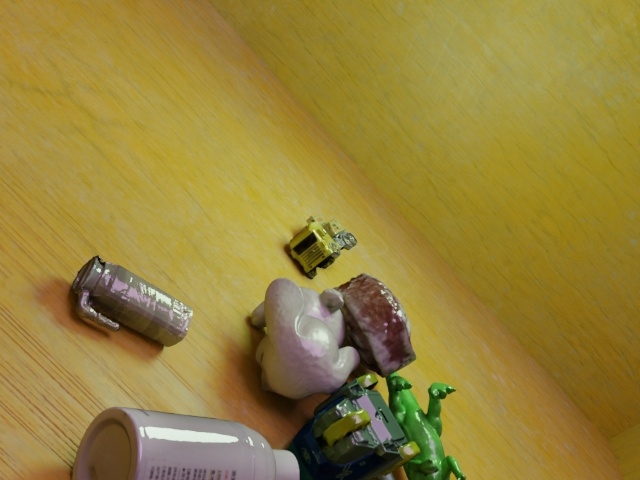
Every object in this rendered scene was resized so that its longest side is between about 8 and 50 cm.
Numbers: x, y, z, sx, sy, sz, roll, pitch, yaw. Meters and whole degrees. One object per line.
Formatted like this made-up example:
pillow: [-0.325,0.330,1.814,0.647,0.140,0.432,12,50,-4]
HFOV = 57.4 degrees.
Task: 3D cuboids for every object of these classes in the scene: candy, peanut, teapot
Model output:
candy: [0.127,0.196,1.404,0.214,0.157,0.289,66,-8,-27]
peanut: [0.094,0.290,1.536,0.080,0.080,0.174,25,33,-48]
teapot: [-0.324,0.117,0.995,0.200,0.077,0.107,37,43,-29]

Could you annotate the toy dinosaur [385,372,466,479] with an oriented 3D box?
toy dinosaur: [0.222,0.493,1.403,0.500,0.144,0.374,150,-63,-83]

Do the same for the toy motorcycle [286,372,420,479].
toy motorcycle: [0.045,0.383,1.133,0.191,0.200,0.326,58,11,23]

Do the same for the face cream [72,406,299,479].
face cream: [-0.155,0.333,0.854,0.370,0.145,0.145,27,30,-48]

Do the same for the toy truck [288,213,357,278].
toy truck: [0.000,0.000,1.781,0.157,0.124,0.272,51,20,4]

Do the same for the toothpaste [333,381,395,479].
toothpaste: [0.086,0.418,1.343,0.075,0.048,0.296,24,29,-50]

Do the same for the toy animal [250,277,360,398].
toy animal: [-0.037,0.216,1.220,0.271,0.206,0.265,50,17,-6]
